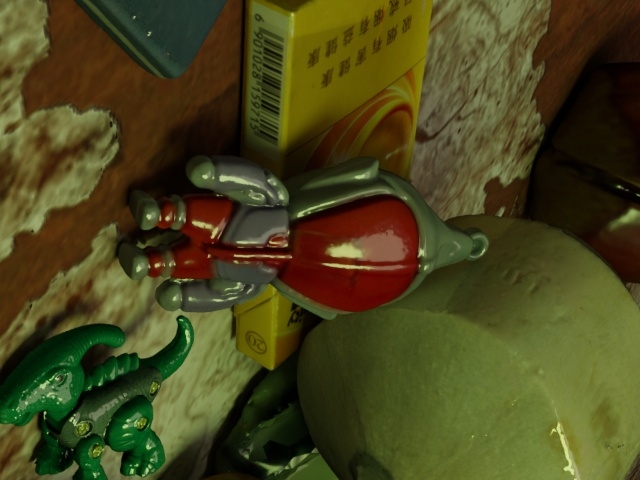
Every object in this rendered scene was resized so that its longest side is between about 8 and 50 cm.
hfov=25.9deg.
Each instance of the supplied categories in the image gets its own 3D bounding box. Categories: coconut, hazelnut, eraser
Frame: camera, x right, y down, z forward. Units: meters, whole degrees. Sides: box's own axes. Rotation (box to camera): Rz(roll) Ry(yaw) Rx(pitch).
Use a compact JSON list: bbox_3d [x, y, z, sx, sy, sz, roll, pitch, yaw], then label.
[{"bbox_3d":[0.097,0.103,0.904,0.241,0.241,0.241,-46,151,-35],"label":"coconut"},{"bbox_3d":[0.314,-0.060,1.333,0.181,0.181,0.212,-9,123,-64],"label":"hazelnut"},{"bbox_3d":[-0.086,-0.143,0.594,0.082,0.036,0.225,-61,157,-7],"label":"eraser"}]

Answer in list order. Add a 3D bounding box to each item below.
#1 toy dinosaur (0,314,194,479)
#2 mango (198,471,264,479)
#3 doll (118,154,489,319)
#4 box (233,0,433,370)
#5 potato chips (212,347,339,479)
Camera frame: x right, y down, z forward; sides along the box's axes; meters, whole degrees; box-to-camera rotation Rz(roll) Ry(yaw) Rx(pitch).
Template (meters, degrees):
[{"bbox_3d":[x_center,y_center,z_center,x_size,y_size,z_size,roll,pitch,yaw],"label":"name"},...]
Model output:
[{"bbox_3d":[-0.117,0.081,0.748,0.132,0.059,0.096,-32,137,-38],"label":"toy dinosaur"},{"bbox_3d":[-0.076,0.227,0.920,0.163,0.111,0.089,-47,-166,13],"label":"mango"},{"bbox_3d":[0.000,0.000,0.784,0.227,0.075,0.102,-1,121,-28],"label":"doll"},{"bbox_3d":[0.008,-0.060,0.866,0.152,0.043,0.269,-37,146,-39],"label":"box"},{"bbox_3d":[0.029,0.182,1.144,0.429,0.070,0.358,-37,150,-41],"label":"potato chips"}]
